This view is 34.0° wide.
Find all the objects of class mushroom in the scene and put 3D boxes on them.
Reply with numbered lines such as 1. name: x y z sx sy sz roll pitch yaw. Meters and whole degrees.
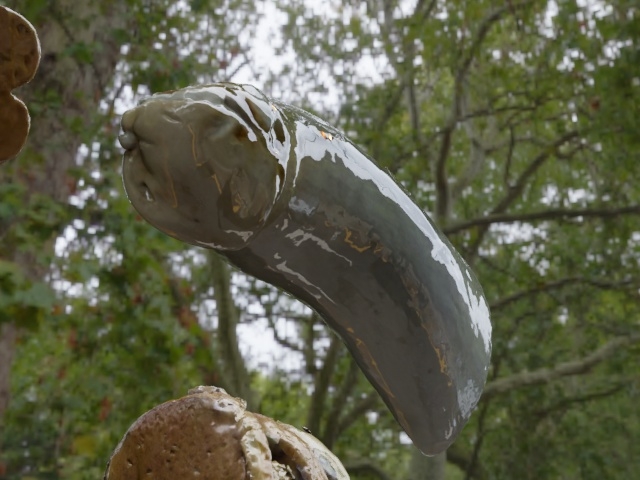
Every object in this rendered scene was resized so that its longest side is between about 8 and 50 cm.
1. mushroom: -0.001 0.000 0.760 0.126 0.177 0.397 -27 -44 21

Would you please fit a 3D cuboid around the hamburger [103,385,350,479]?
1. hamburger: -0.094 0.295 1.107 0.260 0.245 0.211 19 -8 25

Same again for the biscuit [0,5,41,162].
1. biscuit: -0.314 -0.111 0.636 0.288 0.202 0.044 -2 11 -40
